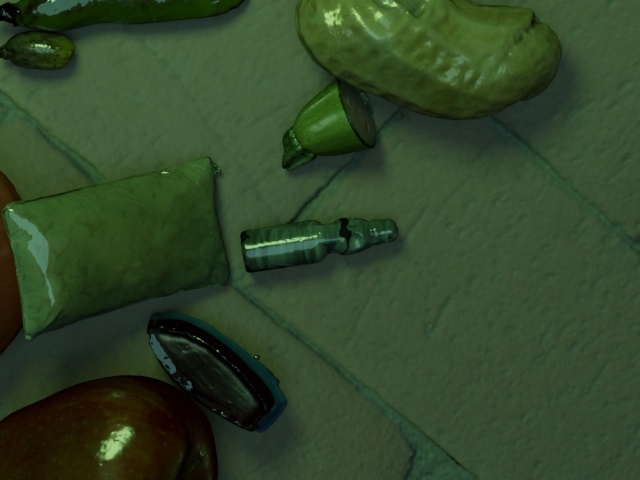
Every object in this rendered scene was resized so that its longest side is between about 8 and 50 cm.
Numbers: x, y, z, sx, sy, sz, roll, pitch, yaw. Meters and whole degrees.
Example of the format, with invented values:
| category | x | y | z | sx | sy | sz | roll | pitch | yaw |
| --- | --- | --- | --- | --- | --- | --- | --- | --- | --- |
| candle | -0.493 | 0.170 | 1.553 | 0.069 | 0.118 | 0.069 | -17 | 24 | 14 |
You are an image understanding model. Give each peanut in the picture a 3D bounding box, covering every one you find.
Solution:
| category | x | y | z | sx | sy | sz | roll | pitch | yaw |
| --- | --- | --- | --- | --- | --- | --- | --- | --- | --- |
| peanut | 0.133 | -0.247 | 1.702 | 0.340 | 0.158 | 0.174 | 24 | 72 | -12 |

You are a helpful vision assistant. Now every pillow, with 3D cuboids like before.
| category | x | y | z | sx | sy | sz | roll | pitch | yaw |
| --- | --- | --- | --- | --- | --- | --- | --- | --- | --- |
| pillow | -0.255 | 0.007 | 1.744 | 0.303 | 0.075 | 0.184 | -16 | 109 | -26 |

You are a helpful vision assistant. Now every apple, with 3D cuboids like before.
| category | x | y | z | sx | sy | sz | roll | pitch | yaw |
| --- | --- | --- | --- | --- | --- | --- | --- | --- | --- |
| apple | -0.287 | 0.325 | 1.763 | 0.317 | 0.288 | 0.288 | -9 | 104 | 13 |

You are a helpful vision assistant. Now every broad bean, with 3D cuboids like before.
| category | x | y | z | sx | sy | sz | roll | pitch | yaw |
| --- | --- | --- | --- | --- | --- | --- | --- | --- | --- |
| broad bean | -0.263 | -0.312 | 1.713 | 0.339 | 0.061 | 0.077 | -6 | 90 | -1 |

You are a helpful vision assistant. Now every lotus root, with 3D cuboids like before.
| category | x | y | z | sx | sy | sz | roll | pitch | yaw |
| --- | --- | --- | --- | --- | --- | --- | --- | --- | --- |
| lotus root | -0.367 | -0.247 | 1.729 | 0.099 | 0.054 | 0.049 | 1 | 114 | -2 |

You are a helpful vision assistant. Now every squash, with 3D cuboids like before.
| category | x | y | z | sx | sy | sz | roll | pitch | yaw |
| --- | --- | --- | --- | --- | --- | --- | --- | --- | --- |
| squash | -0.004 | -0.146 | 1.761 | 0.132 | 0.105 | 0.105 | -23 | 104 | 22 |

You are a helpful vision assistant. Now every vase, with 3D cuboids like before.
| category | x | y | z | sx | sy | sz | roll | pitch | yaw |
| --- | --- | --- | --- | --- | --- | --- | --- | --- | --- |
| vase | 0.000 | 0.000 | 1.801 | 0.212 | 0.060 | 0.059 | -9 | 104 | -1 |

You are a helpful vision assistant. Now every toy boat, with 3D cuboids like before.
| category | x | y | z | sx | sy | sz | roll | pitch | yaw |
| --- | --- | --- | --- | --- | --- | --- | --- | --- | --- |
| toy boat | -0.143 | 0.170 | 1.821 | 0.223 | 0.097 | 0.100 | 38 | 103 | 6 |

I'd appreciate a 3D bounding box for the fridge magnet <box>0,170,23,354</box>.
| category | x | y | z | sx | sy | sz | roll | pitch | yaw |
| --- | --- | --- | --- | --- | --- | --- | --- | --- | --- |
| fridge magnet | -0.547 | 0.023 | 1.736 | 0.364 | 0.155 | 0.363 | -1 | 104 | -3 |
